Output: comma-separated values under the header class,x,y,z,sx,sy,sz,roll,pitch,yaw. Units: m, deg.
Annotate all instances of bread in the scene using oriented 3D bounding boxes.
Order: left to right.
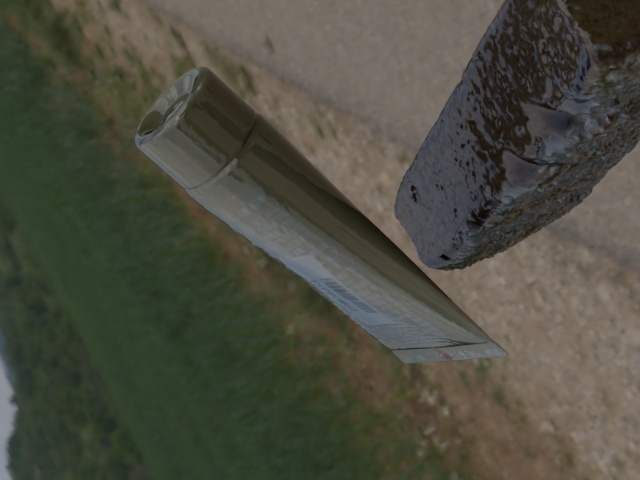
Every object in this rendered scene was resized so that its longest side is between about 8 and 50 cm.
class,x,y,z,sx,sy,sz,roll,pitch,yaw
bread,0.181,-0.098,0.967,0.113,0.165,0.416,61,162,13

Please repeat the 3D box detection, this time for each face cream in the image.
class,x,y,z,sx,sy,sz,roll,pitch,yaw
face cream,0.000,0.000,1.021,0.341,0.084,0.137,42,151,-23
